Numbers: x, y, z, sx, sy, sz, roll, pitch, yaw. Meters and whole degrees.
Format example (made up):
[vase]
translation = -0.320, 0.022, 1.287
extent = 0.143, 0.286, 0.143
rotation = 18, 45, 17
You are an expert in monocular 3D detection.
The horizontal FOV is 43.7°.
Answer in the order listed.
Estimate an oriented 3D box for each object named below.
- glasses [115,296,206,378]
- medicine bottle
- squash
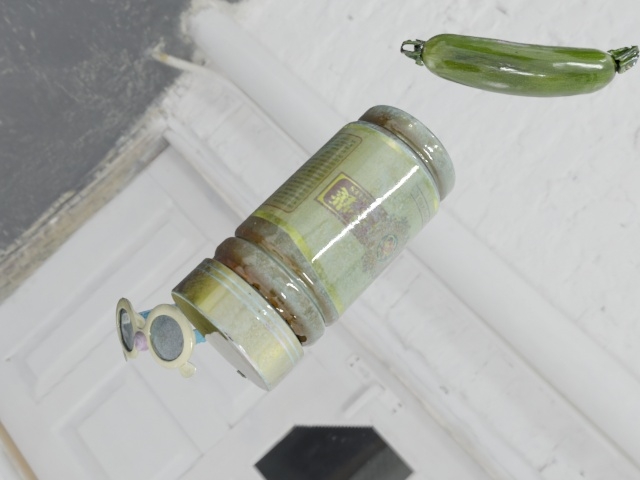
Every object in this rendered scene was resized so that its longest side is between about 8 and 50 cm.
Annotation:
[glasses]
translation = -0.161, 0.075, 1.061
extent = 0.220, 0.190, 0.088
rotation = -38, 115, -34
[medicine bottle]
translation = 0.000, 0.000, 0.893
extent = 0.322, 0.151, 0.151
rotation = -45, 155, -18
[squash]
translation = 0.266, -0.233, 1.064
extent = 0.071, 0.319, 0.080
rotation = 92, 2, -82
